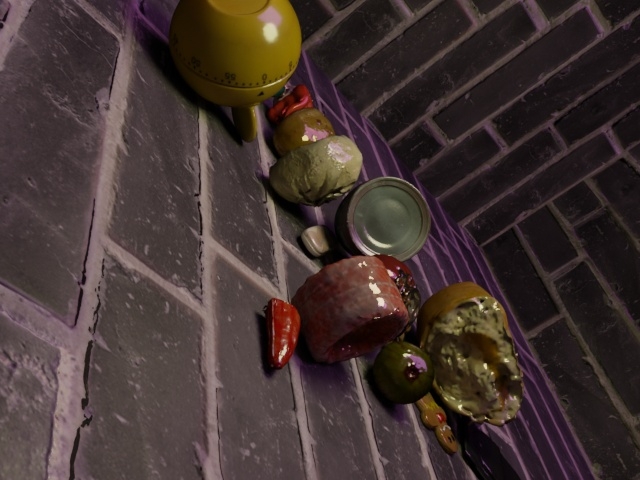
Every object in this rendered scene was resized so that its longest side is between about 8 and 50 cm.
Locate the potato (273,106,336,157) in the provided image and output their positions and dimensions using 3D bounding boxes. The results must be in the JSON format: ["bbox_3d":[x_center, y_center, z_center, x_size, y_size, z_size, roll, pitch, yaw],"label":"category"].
[{"bbox_3d":[-0.065,-0.295,2.253,0.158,0.178,0.203,-20,101,-56],"label":"potato"}]

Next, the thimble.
[{"bbox_3d":[0.061,0.147,1.600,0.239,0.239,0.162,25,35,-58],"label":"thimble"}]

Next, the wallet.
[{"bbox_3d":[0.496,0.647,2.130,0.323,0.041,0.247,54,18,-10],"label":"wallet"}]

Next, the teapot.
[{"bbox_3d":[0.152,-0.005,2.095,0.312,0.234,0.314,168,-82,-79],"label":"teapot"}]

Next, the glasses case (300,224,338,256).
[{"bbox_3d":[0.000,0.000,2.018,0.081,0.051,0.204,55,16,5],"label":"glasses case"}]

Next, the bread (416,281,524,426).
[{"bbox_3d":[0.400,0.312,2.147,0.394,0.250,0.360,-94,168,-83],"label":"bread"}]

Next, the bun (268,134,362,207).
[{"bbox_3d":[0.000,-0.171,2.025,0.259,0.259,0.152,10,57,-67],"label":"bun"}]

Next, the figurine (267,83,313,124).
[{"bbox_3d":[-0.124,-0.462,2.412,0.208,0.181,0.257,10,-29,52],"label":"figurine"}]

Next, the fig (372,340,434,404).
[{"bbox_3d":[0.186,0.321,1.851,0.151,0.151,0.259,54,-11,0],"label":"fig"}]

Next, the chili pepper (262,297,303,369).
[{"bbox_3d":[-0.077,0.190,1.437,0.088,0.065,0.169,46,22,-23],"label":"chili pepper"}]

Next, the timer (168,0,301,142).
[{"bbox_3d":[-0.223,-0.492,1.969,0.376,0.376,0.386,63,-24,26],"label":"timer"}]

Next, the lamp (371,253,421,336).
[{"bbox_3d":[0.138,0.145,1.869,0.227,0.227,0.227,48,18,-21],"label":"lamp"}]

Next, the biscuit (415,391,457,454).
[{"bbox_3d":[0.293,0.447,1.976,0.240,0.035,0.158,59,20,16],"label":"biscuit"}]

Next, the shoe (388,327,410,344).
[{"bbox_3d":[0.195,0.243,2.017,0.069,0.072,0.109,60,44,-37],"label":"shoe"}]
